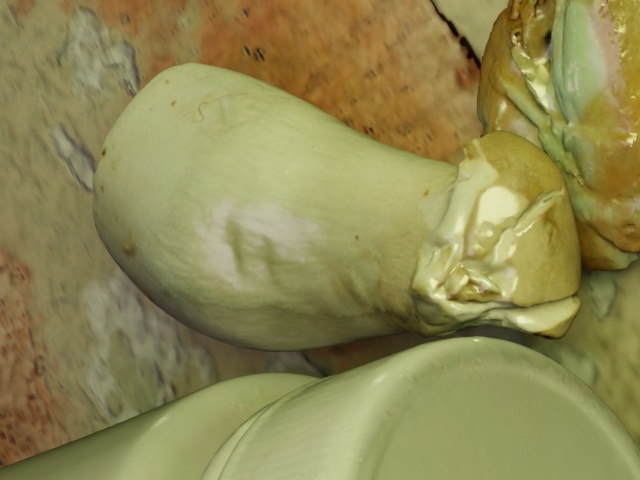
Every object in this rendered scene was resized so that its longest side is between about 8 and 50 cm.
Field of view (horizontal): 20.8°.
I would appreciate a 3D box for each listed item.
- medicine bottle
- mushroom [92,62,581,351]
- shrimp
[{"bbox_3d":[-0.034,0.165,0.709,0.340,0.208,0.208,-24,89,46],"label":"medicine bottle"},{"bbox_3d":[0.000,0.000,0.689,0.225,0.093,0.116,22,126,46],"label":"mushroom"},{"bbox_3d":[0.093,-0.074,0.627,0.091,0.043,0.184,22,120,38],"label":"shrimp"}]
